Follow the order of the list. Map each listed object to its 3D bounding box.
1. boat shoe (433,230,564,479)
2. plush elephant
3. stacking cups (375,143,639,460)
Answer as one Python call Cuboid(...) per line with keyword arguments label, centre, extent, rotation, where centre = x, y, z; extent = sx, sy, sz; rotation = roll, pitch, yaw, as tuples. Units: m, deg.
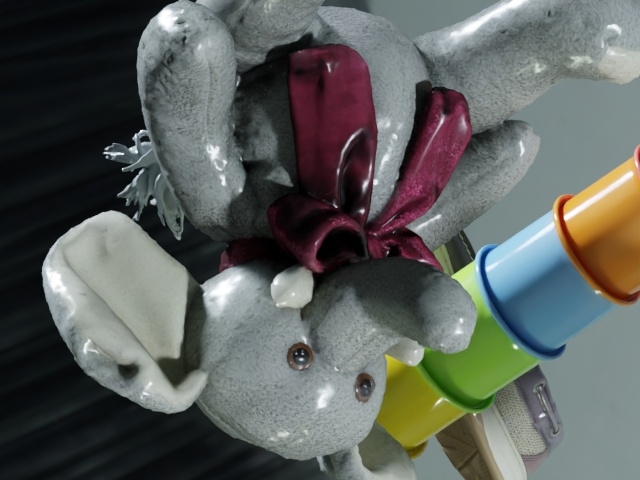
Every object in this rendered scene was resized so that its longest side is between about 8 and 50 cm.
Cuboid(label="boat shoe", centre=(0.110, 0.064, 1.391), extent=(0.103, 0.092, 0.285), rotation=(18, 138, 52))
Cuboid(label="plush elephant", centre=(0.000, 0.000, 1.027), extent=(0.330, 0.272, 0.255), rotation=(-31, 55, 39))
Cuboid(label="stacking cups", centre=(0.147, 0.019, 1.162), extent=(0.316, 0.096, 0.096), rotation=(-38, 78, 26))
